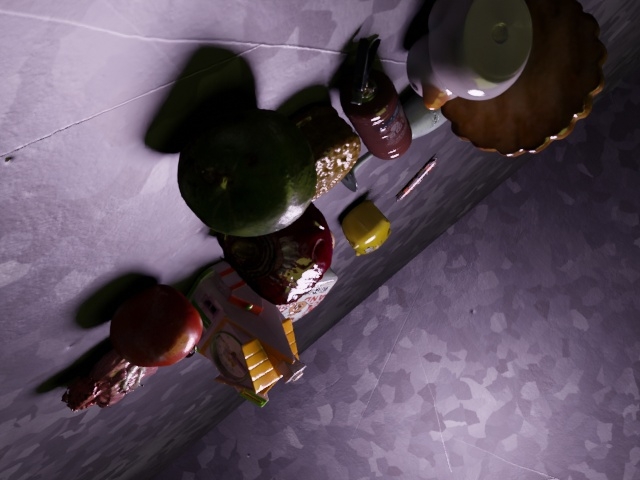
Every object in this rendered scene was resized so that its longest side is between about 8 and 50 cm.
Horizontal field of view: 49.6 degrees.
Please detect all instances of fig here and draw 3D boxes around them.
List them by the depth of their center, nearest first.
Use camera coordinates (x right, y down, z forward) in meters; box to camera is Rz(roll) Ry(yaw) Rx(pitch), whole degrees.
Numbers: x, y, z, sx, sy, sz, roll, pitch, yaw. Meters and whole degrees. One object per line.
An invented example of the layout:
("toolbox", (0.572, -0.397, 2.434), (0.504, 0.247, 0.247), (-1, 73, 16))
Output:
("fig", (-0.096, -0.126, 1.071), (0.203, 0.203, 0.235), (-48, -169, 30))

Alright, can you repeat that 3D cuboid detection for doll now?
("doll", (0.258, -0.354, 1.266), (0.221, 0.221, 0.250), (28, 84, -75))

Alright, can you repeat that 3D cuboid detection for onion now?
("onion", (-0.069, 0.012, 1.461), (0.206, 0.207, 0.216), (-41, 172, 17))

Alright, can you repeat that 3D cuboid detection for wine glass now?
("wine glass", (0.219, -0.173, 1.496), (0.310, 0.264, 0.096), (-38, 166, -11))

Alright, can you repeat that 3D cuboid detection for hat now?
("hat", (-0.441, 0.295, 1.546), (0.286, 0.107, 0.236), (-33, 155, -46))

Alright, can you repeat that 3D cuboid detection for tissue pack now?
("tissue pack", (0.127, -0.032, 1.995), (0.127, 0.123, 0.178), (-39, 167, -3))

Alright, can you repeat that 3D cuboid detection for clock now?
("clock", (-0.180, 0.227, 1.600), (0.166, 0.309, 0.235), (-27, 161, -47))

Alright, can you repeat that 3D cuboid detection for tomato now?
("tomato", (-0.322, 0.170, 1.357), (0.187, 0.151, 0.187), (-15, -157, 7))

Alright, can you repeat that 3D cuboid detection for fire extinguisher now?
("fire extinguisher", (0.104, -0.260, 1.282), (0.137, 0.102, 0.344), (-69, 162, -5))

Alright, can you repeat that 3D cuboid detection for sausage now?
("sausage", (0.301, -0.190, 2.172), (0.028, 0.025, 0.198), (16, 129, -35))

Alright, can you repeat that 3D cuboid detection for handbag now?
("handbag", (-0.107, 0.148, 1.759), (0.171, 0.151, 0.298), (-2, 134, -43))

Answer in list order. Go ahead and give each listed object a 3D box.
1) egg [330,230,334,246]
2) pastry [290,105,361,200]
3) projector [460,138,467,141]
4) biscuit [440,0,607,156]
("egg", (0.000, 0.000, 1.851), (0.080, 0.080, 0.096), (-32, 161, -30))
("pastry", (-0.015, -0.155, 1.270), (0.189, 0.103, 0.188), (-38, 165, -12))
("projector", (0.395, -0.338, 1.513), (0.177, 0.164, 0.242), (-42, 141, -61))
("biscuit", (0.382, -0.321, 1.338), (0.326, 0.325, 0.107), (-46, 159, 21))
